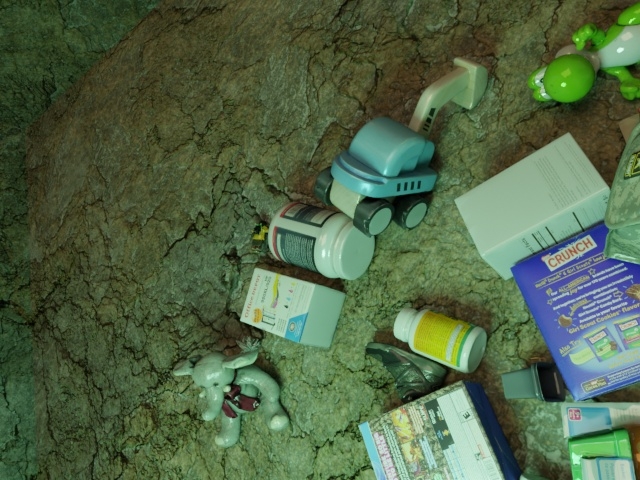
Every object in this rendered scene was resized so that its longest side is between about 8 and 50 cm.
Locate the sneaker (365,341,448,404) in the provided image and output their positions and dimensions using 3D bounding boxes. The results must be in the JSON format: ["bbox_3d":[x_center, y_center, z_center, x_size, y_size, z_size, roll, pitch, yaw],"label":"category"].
[{"bbox_3d":[0.200,0.345,1.368,0.227,0.087,0.130,19,76,31],"label":"sneaker"}]

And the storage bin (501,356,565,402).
[{"bbox_3d":[0.468,0.313,1.180,0.091,0.135,0.098,-21,65,38],"label":"storage bin"}]

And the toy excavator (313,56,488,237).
[{"bbox_3d":[0.241,-0.267,1.428,0.222,0.433,0.445,42,128,36],"label":"toy excavator"}]

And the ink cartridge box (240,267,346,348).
[{"bbox_3d":[-0.082,0.195,1.558,0.233,0.168,0.171,13,84,37],"label":"ink cartridge box"}]

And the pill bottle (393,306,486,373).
[{"bbox_3d":[0.293,0.239,1.323,0.208,0.117,0.117,17,86,37],"label":"pill bottle"}]

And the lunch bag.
[{"bbox_3d":[0.627,-0.095,0.964,0.169,0.287,0.235,17,79,29],"label":"lunch bag"}]

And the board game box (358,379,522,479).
[{"bbox_3d":[0.274,0.492,1.242,0.291,0.141,0.232,-31,60,23],"label":"board game box"}]

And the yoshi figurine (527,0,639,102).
[{"bbox_3d":[0.670,-0.426,1.232,0.362,0.203,0.203,-27,68,28],"label":"yoshi figurine"}]

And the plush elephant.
[{"bbox_3d":[-0.273,0.429,1.561,0.272,0.255,0.330,-19,66,29],"label":"plush elephant"}]

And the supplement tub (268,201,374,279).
[{"bbox_3d":[0.000,0.000,1.549,0.272,0.191,0.191,16,85,37],"label":"supplement tub"}]

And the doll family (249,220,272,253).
[{"bbox_3d":[-0.169,-0.017,1.747,0.193,0.076,0.111,5,74,30],"label":"doll family"}]

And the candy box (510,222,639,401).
[{"bbox_3d":[0.607,0.146,1.137,0.268,0.122,0.317,-30,62,24],"label":"candy box"}]

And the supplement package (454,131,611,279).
[{"bbox_3d":[0.499,-0.070,1.232,0.293,0.175,0.177,-31,52,22],"label":"supplement package"}]

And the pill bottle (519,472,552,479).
[{"bbox_3d":[0.444,0.616,1.096,0.131,0.131,0.229,9,81,36],"label":"pill bottle"}]

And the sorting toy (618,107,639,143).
[{"bbox_3d":[0.812,-0.210,1.127,0.257,0.089,0.255,-21,65,27],"label":"sorting toy"}]

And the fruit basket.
[{"bbox_3d":[0.654,0.469,0.982,0.353,0.165,0.327,-9,71,28],"label":"fruit basket"}]
